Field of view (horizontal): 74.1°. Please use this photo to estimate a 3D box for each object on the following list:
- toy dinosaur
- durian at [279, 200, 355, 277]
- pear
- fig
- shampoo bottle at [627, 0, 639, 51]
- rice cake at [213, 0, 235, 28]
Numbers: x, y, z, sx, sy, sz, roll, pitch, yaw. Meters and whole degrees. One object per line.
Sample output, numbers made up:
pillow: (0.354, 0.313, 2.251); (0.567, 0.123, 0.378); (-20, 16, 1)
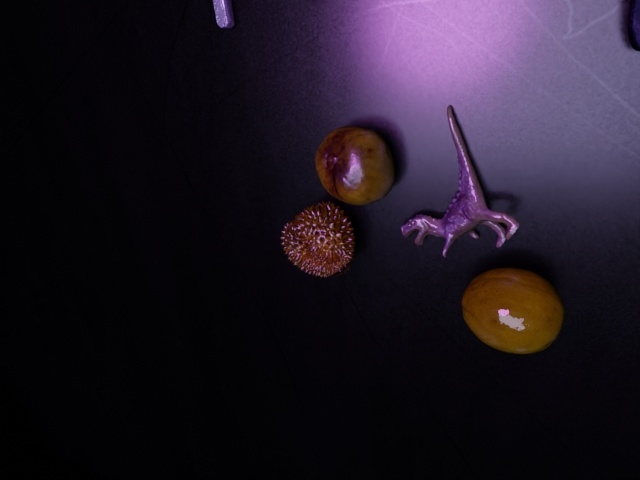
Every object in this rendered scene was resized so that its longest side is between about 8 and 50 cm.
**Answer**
toy dinosaur: (0.251, -0.071, 0.741); (0.200, 0.072, 0.251); (33, 135, 20)
durian: (0.000, 0.000, 0.864); (0.168, 0.137, 0.158); (44, 146, 11)
pear: (0.336, 0.122, 0.744); (0.162, 0.149, 0.148); (11, 119, 33)
fig: (0.063, -0.134, 0.769); (0.136, 0.121, 0.152); (-30, 99, 39)
shampoo bottle: (0.418, -0.346, 0.489); (0.087, 0.049, 0.233); (-3, 130, 24)
rice cake: (-0.187, -0.481, 0.774); (0.029, 0.033, 0.170); (6, 117, 23)
